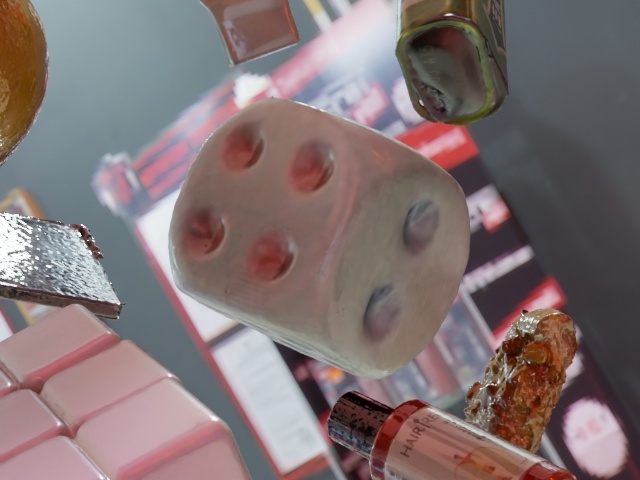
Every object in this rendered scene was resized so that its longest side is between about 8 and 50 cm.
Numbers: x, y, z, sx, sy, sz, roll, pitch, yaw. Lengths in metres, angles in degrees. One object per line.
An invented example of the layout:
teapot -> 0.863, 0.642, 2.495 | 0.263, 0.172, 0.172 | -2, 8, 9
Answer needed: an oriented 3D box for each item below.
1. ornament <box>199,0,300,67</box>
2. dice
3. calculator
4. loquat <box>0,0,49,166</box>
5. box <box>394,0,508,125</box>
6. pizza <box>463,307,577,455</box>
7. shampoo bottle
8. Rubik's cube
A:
ornament -> -0.091, -0.310, 1.636 | 0.130, 0.285, 0.120 | -6, 17, -9
dice -> 0.000, 0.000, 1.987 | 0.264, 0.268, 0.262 | 32, -101, -51
calculator -> -0.316, 0.007, 1.513 | 0.262, 0.161, 0.021 | 12, -66, -30
loquat -> -0.463, -0.165, 1.754 | 0.328, 0.328, 0.359 | 140, 150, -70
box -> 0.130, -0.273, 1.680 | 0.097, 0.134, 0.345 | -17, 42, 19
pizza -> 0.229, 0.214, 2.049 | 0.335, 0.086, 0.226 | 115, 173, -51
shampoo bottle -> 0.126, 0.233, 1.722 | 0.278, 0.104, 0.104 | 23, 35, 36
Rubik's cube -> -0.195, 0.276, 1.128 | 0.319, 0.322, 0.316 | -28, 23, -18
